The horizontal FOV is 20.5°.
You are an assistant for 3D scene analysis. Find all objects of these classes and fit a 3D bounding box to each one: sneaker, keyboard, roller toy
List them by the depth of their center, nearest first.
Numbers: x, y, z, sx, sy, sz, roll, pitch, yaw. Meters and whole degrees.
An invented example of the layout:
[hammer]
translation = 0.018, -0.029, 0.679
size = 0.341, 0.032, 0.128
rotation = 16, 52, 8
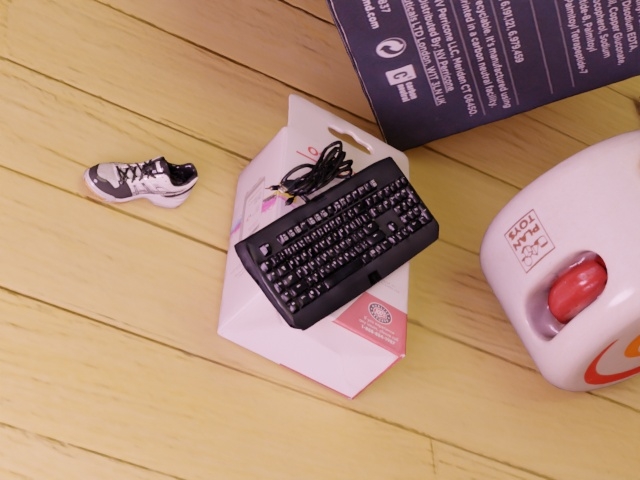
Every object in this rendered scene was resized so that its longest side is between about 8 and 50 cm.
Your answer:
[keyboard]
translation = 0.014, -0.016, 1.193
size = 0.100, 0.038, 0.192
rotation = 50, 38, 5
[sneaker]
translation = -0.121, -0.045, 1.203
size = 0.083, 0.037, 0.032
rotation = 3, 56, -40
[roller toy]
translation = 0.226, 0.010, 1.348
size = 0.146, 0.191, 0.209
rotation = 61, -5, 21

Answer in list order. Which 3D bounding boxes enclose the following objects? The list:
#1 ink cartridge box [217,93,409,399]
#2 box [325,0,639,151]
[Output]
[ink cartridge box]
translation = 0.000, 0.000, 1.251
size = 0.115, 0.067, 0.198
rotation = 28, 42, -22
[box]
translation = 0.195, -0.393, 1.417
size = 0.297, 0.472, 0.480
rotation = 62, 12, -55
